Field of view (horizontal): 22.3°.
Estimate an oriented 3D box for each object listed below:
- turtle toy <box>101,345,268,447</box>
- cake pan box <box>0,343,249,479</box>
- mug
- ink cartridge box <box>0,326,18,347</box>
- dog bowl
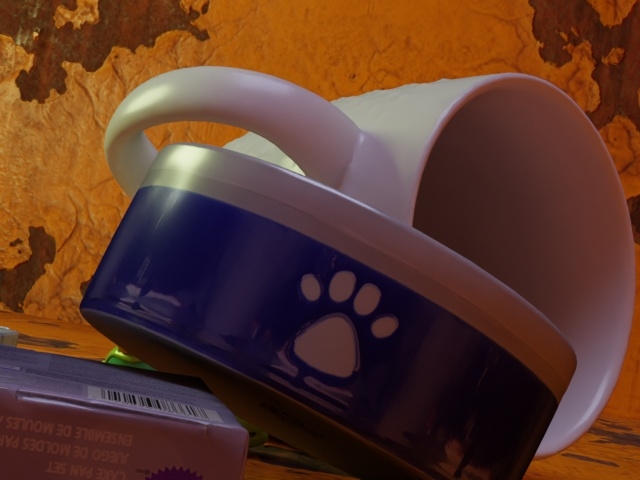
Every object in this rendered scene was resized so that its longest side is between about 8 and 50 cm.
[{"bbox_3d":[-0.093,0.105,1.112,0.130,0.066,0.095,12,-25,3],"label":"turtle toy"},{"bbox_3d":[-0.166,0.082,0.741,0.267,0.070,0.246,10,0,-10],"label":"cake pan box"},{"bbox_3d":[0.000,0.000,1.213,0.328,0.276,0.374,-4,-37,43],"label":"mug"},{"bbox_3d":[-0.279,0.084,1.184,0.089,0.052,0.122,10,-1,2],"label":"ink cartridge box"},{"bbox_3d":[0.003,0.056,0.906,0.265,0.104,0.265,26,-11,6],"label":"dog bowl"}]
